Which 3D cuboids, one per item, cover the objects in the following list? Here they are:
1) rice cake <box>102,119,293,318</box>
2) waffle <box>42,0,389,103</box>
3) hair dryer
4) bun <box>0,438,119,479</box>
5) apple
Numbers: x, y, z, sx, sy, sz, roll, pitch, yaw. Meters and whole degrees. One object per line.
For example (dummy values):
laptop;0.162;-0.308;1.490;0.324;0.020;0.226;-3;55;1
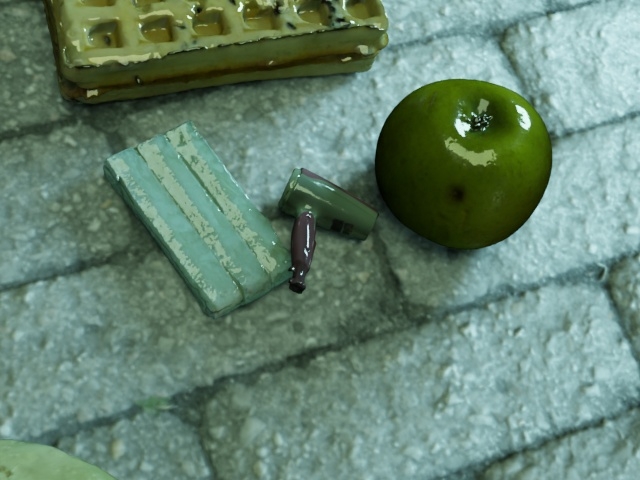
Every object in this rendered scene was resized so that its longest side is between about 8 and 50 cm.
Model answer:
rice cake;-0.127;-0.022;1.145;0.124;0.038;0.211;-28;78;-21
waffle;-0.126;-0.296;1.214;0.376;0.114;0.260;-8;70;-15
hair dryer;-0.007;-0.001;1.138;0.106;0.054;0.154;28;48;-5
bun;-0.257;0.337;0.808;0.353;0.227;0.348;-16;95;21
apple;0.158;-0.087;1.169;0.197;0.157;0.196;4;60;-6
